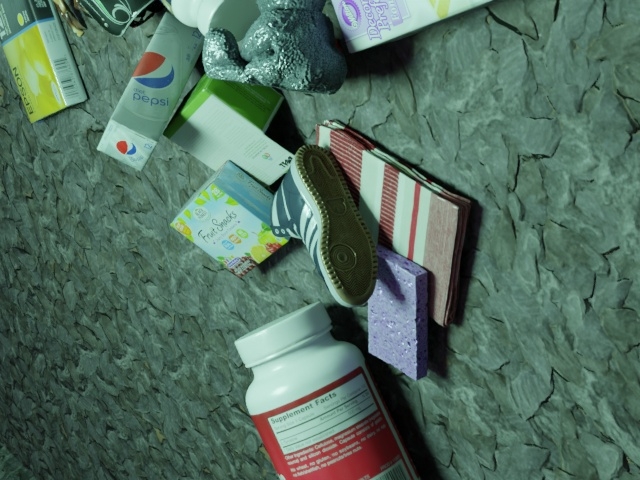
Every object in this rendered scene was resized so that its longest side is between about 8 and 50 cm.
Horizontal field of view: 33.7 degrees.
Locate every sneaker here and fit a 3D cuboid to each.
[{"bbox_3d":[0.000,0.000,1.725,0.153,0.099,0.282,-49,53,53],"label":"sneaker"}]

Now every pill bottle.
[{"bbox_3d":[0.009,0.327,1.868,0.229,0.229,0.408,-26,88,54],"label":"pill bottle"},{"bbox_3d":[-0.214,-0.454,1.766,0.265,0.153,0.153,48,140,23],"label":"pill bottle"}]

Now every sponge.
[{"bbox_3d":[0.125,0.119,1.720,0.117,0.031,0.210,30,134,42],"label":"sponge"}]

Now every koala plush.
[{"bbox_3d":[-0.042,-0.334,1.555,0.203,0.196,0.221,18,102,53],"label":"koala plush"}]

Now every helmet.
[{"bbox_3d":[-0.372,-0.477,1.946,0.161,0.169,0.169,49,144,-4],"label":"helmet"}]

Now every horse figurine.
[{"bbox_3d":[-0.503,-0.537,2.160,0.174,0.066,0.263,51,140,10],"label":"horse figurine"}]

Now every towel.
[{"bbox_3d":[0.105,-0.033,1.708,0.329,0.037,0.237,36,137,37],"label":"towel"}]

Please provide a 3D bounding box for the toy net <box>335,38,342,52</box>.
[{"bbox_3d":[-0.018,-0.349,1.672,0.122,0.045,0.232,32,133,37],"label":"toy net"}]

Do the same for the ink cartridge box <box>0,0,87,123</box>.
[{"bbox_3d":[-0.672,-0.430,2.431,0.307,0.072,0.304,-10,102,51],"label":"ink cartridge box"}]

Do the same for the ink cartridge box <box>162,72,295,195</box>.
[{"bbox_3d":[-0.124,-0.184,1.872,0.255,0.097,0.189,35,147,-16],"label":"ink cartridge box"}]

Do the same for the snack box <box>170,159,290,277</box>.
[{"bbox_3d":[-0.159,-0.036,1.949,0.174,0.070,0.207,38,144,-12],"label":"snack box"}]

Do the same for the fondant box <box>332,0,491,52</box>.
[{"bbox_3d":[0.132,-0.408,1.408,0.330,0.096,0.238,-9,103,54],"label":"fondant box"}]

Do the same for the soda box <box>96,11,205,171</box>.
[{"bbox_3d":[-0.294,-0.267,1.871,0.091,0.286,0.098,27,143,-11],"label":"soda box"}]
